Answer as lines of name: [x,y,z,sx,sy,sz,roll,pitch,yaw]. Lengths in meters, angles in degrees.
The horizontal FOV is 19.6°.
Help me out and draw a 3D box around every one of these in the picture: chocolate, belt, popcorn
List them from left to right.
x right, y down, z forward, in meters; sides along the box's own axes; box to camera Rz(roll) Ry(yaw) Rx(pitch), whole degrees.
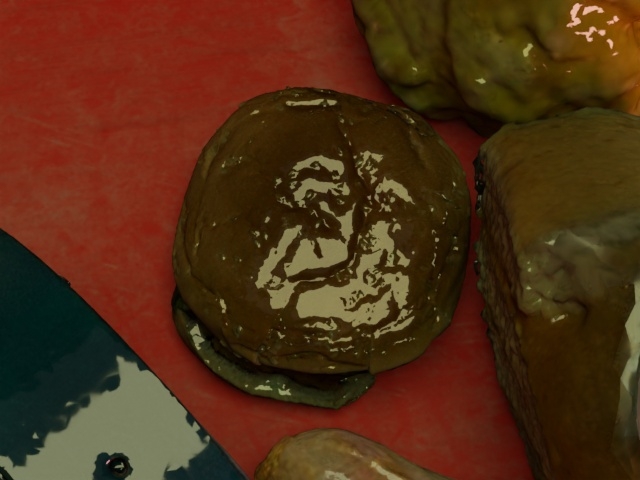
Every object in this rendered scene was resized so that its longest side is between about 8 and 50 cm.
belt: [-0.205,0.177,1.512,0.173,0.300,0.436,-37,76,-18]
chocolate: [0.088,0.255,1.606,0.309,0.134,0.134,26,71,3]
popcorn: [0.178,-0.257,1.708,0.334,0.292,0.294,27,76,8]

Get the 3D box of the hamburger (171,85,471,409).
hamburger: [0.002,0.001,1.681,0.265,0.134,0.285,11,69,-4]

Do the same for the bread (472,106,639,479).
bread: [0.274,0.077,1.568,0.239,0.264,0.395,-18,95,-3]
